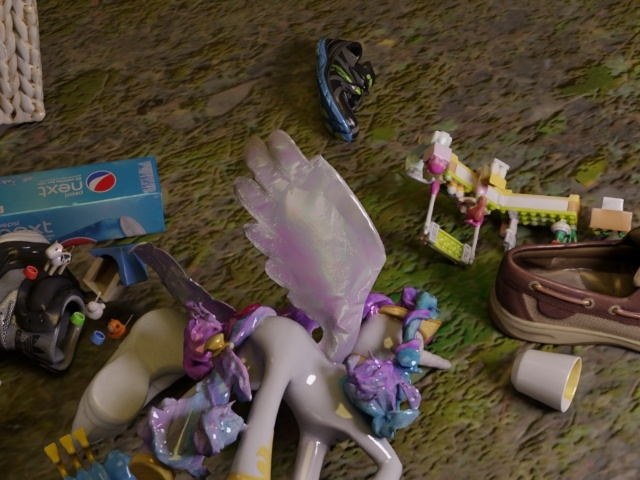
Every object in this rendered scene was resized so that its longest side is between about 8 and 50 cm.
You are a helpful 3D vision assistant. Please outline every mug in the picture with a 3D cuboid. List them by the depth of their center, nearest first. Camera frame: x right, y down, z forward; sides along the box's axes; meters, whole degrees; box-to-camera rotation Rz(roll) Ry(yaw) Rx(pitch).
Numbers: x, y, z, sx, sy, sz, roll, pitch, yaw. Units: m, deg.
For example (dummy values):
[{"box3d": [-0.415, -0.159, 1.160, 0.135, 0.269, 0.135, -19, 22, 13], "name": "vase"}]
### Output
[{"box3d": [0.244, 0.148, 1.367, 0.064, 0.078, 0.062, 16, 82, 23], "name": "mug"}]

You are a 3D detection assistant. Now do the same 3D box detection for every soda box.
[{"box3d": [-0.294, -0.041, 1.501, 0.210, 0.071, 0.067, -8, 49, -9], "name": "soda box"}]

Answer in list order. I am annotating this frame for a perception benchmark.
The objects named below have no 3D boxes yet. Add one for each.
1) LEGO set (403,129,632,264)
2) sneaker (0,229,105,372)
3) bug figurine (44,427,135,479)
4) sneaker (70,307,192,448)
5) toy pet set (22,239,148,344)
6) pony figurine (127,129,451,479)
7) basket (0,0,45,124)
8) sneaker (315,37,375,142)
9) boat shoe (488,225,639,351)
[{"box3d": [0.220, -0.022, 1.481, 0.287, 0.132, 0.107, 21, 65, -14], "name": "LEGO set"}, {"box3d": [-0.358, 0.099, 1.352, 0.153, 0.101, 0.268, 31, 52, 27], "name": "sneaker"}, {"box3d": [-0.220, 0.324, 1.177, 0.216, 0.072, 0.279, -24, 57, -13], "name": "bug figurine"}, {"box3d": [-0.200, 0.147, 1.338, 0.080, 0.094, 0.212, 44, 34, 3], "name": "sneaker"}, {"box3d": [-0.233, 0.040, 1.351, 0.122, 0.065, 0.114, 41, 22, 16], "name": "toy pet set"}, {"box3d": [-0.035, 0.118, 1.257, 0.351, 0.303, 0.363, 42, 47, -13], "name": "pony figurine"}, {"box3d": [-0.502, -0.350, 1.609, 0.267, 0.328, 0.331, -5, 48, -12], "name": "basket"}, {"box3d": [0.035, -0.206, 1.661, 0.078, 0.067, 0.188, -5, 45, 2], "name": "sneaker"}, {"box3d": [0.364, 0.047, 1.406, 0.342, 0.123, 0.123, 4, 48, 2], "name": "boat shoe"}]
